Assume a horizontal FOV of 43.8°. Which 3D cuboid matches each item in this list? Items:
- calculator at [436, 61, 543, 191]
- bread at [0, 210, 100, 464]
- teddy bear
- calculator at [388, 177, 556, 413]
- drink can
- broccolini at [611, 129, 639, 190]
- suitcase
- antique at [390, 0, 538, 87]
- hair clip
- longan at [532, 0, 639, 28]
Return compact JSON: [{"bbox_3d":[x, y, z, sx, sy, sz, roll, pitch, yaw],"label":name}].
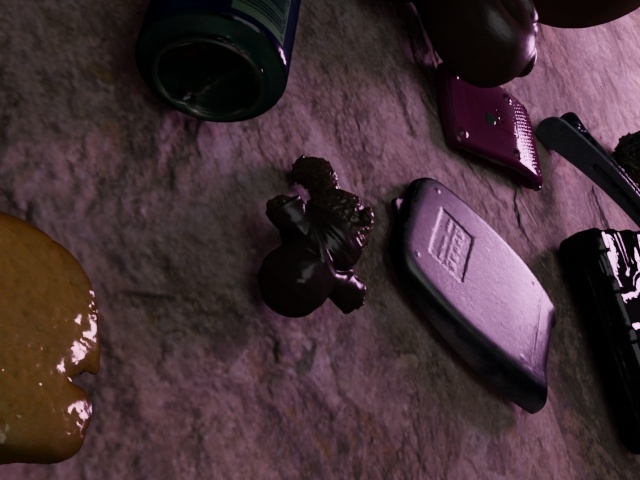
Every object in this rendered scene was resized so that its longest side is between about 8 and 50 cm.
[{"bbox_3d":[0.217,-0.143,0.994,0.191,0.034,0.126,18,59,-40],"label":"calculator"},{"bbox_3d":[-0.203,0.039,0.419,0.188,0.065,0.149,35,37,-27],"label":"bread"},{"bbox_3d":[0.007,-0.004,0.654,0.119,0.078,0.160,50,40,-22],"label":"teddy bear"},{"bbox_3d":[0.162,0.049,0.832,0.268,0.040,0.177,42,42,-18],"label":"calculator"},{"bbox_3d":[-0.072,-0.199,0.640,0.118,0.118,0.204,33,48,-32],"label":"drink can"},{"bbox_3d":[0.609,-0.040,1.366,0.392,0.079,0.074,48,31,-30],"label":"broccolini"},{"bbox_3d":[0.421,0.123,1.049,0.206,0.066,0.285,0,70,-47],"label":"suitcase"},{"bbox_3d":[0.145,-0.281,0.912,0.257,0.121,0.143,44,38,-19],"label":"antique"},{"bbox_3d":[0.412,-0.071,1.095,0.275,0.048,0.083,50,33,16],"label":"hair clip"},{"bbox_3d":[0.369,-0.442,1.117,0.297,0.297,0.297,25,53,-38],"label":"longan"}]
